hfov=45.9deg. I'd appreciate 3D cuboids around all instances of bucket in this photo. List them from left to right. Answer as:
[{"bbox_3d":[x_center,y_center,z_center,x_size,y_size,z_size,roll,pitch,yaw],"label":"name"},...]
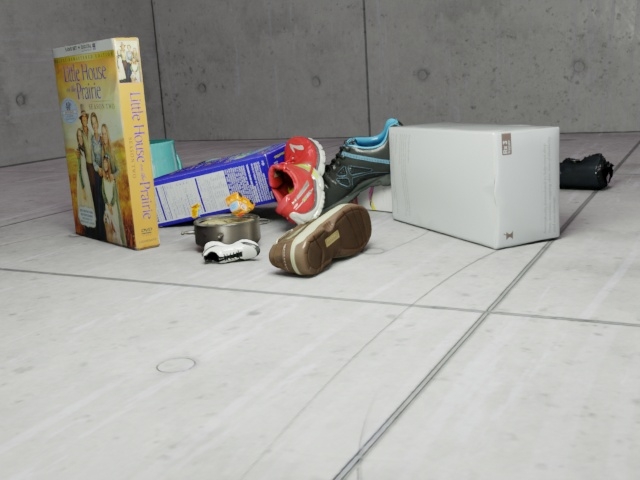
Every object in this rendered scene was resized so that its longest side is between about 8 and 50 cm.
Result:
[{"bbox_3d":[-0.493,-0.164,1.982,0.281,0.183,0.281,-3,12,1],"label":"bucket"}]

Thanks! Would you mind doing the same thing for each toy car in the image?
[{"bbox_3d":[-0.193,-0.055,1.495,0.122,0.060,0.040,-17,52,16],"label":"toy car"}]

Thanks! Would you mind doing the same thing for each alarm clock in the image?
[{"bbox_3d":[-0.171,-0.020,1.505,0.129,0.064,0.192,6,18,38],"label":"alarm clock"}]

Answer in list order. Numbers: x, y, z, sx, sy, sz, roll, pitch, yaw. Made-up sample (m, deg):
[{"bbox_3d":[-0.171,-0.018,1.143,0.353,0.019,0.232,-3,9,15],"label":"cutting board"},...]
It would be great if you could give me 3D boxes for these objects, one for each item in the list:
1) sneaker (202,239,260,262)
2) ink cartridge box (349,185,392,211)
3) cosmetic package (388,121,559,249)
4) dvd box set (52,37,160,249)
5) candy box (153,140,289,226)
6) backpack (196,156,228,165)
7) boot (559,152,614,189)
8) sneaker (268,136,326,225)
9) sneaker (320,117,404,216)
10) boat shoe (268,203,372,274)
[{"bbox_3d":[-0.163,0.025,1.375,0.109,0.040,0.044,-5,28,12],"label":"sneaker"},{"bbox_3d":[0.172,-0.112,1.826,0.115,0.067,0.198,-15,16,-39],"label":"ink cartridge box"},{"bbox_3d":[0.294,-0.125,1.515,0.156,0.217,0.385,-9,15,-24],"label":"cosmetic package"},{"bbox_3d":[-0.459,-0.205,1.606,0.062,0.420,0.307,-14,16,-39],"label":"dvd box set"},{"bbox_3d":[-0.227,-0.138,1.825,0.317,0.122,0.268,-11,11,16],"label":"candy box"},{"bbox_3d":[-0.263,-0.184,2.175,0.182,0.115,0.152,3,11,18],"label":"backpack"},{"bbox_3d":[0.607,-0.172,1.911,0.207,0.094,0.246,2,7,41],"label":"boot"},{"bbox_3d":[-0.058,-0.148,1.656,0.118,0.107,0.279,24,36,-27],"label":"sneaker"},{"bbox_3d":[0.060,-0.166,1.751,0.341,0.140,0.125,-25,29,8],"label":"sneaker"},{"bbox_3d":[-0.001,-0.008,1.340,0.095,0.095,0.257,-3,11,32],"label":"boat shoe"}]
